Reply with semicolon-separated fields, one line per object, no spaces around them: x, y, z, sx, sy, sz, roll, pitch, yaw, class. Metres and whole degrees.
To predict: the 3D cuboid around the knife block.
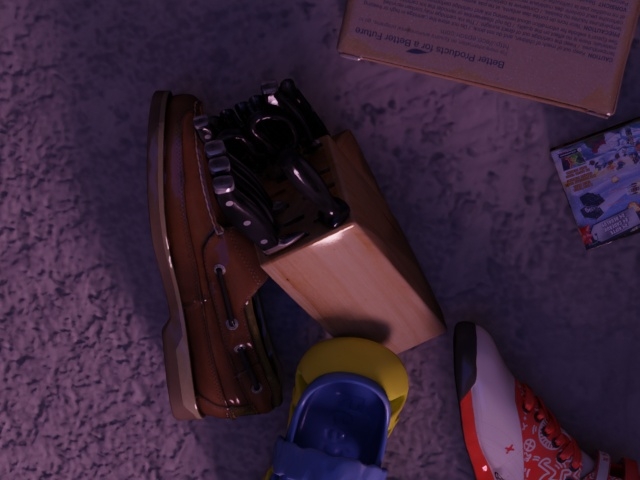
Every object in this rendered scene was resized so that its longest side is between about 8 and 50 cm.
0.000;0.000;1.126;0.088;0.242;0.275;-25;98;14;knife block

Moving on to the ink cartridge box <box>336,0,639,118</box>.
0.149;-0.224;1.131;0.235;0.088;0.193;14;106;4;ink cartridge box

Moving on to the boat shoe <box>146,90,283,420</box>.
-0.089;0.013;1.220;0.105;0.110;0.307;-3;112;5;boat shoe

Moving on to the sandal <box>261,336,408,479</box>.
-0.005;0.243;1.218;0.126;0.138;0.317;9;122;4;sandal

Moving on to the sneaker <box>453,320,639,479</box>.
0.206;0.187;1.219;0.145;0.090;0.270;-10;105;10;sneaker

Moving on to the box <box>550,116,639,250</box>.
0.277;-0.058;1.181;0.137;0.027;0.094;-19;98;13;box
